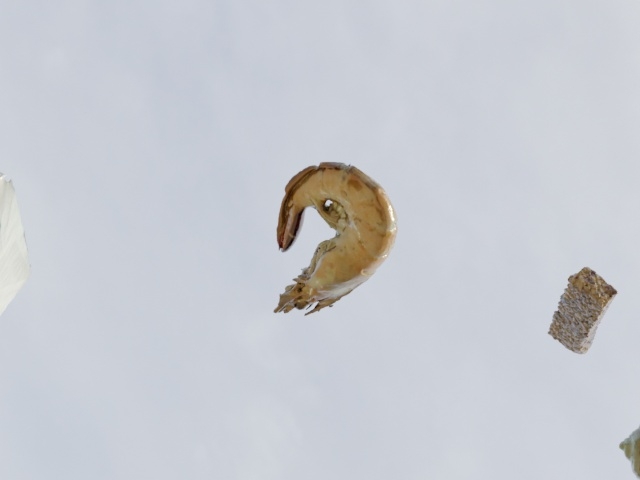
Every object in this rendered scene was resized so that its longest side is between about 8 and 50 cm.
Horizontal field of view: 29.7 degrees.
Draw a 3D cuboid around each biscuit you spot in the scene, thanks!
[{"bbox_3d":[0.353,0.099,1.637,0.064,0.034,0.199,43,-20,19],"label":"biscuit"}]

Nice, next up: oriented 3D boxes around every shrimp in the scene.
[{"bbox_3d":[-0.002,0.002,1.294,0.133,0.053,0.236,40,-43,1],"label":"shrimp"}]

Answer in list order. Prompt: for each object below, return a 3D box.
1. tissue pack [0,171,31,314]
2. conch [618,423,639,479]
[{"bbox_3d":[-0.378,0.003,1.008,0.209,0.156,0.148,21,-38,11],"label":"tissue pack"},{"bbox_3d":[0.276,0.159,0.714,0.200,0.131,0.172,12,-91,34],"label":"conch"}]
